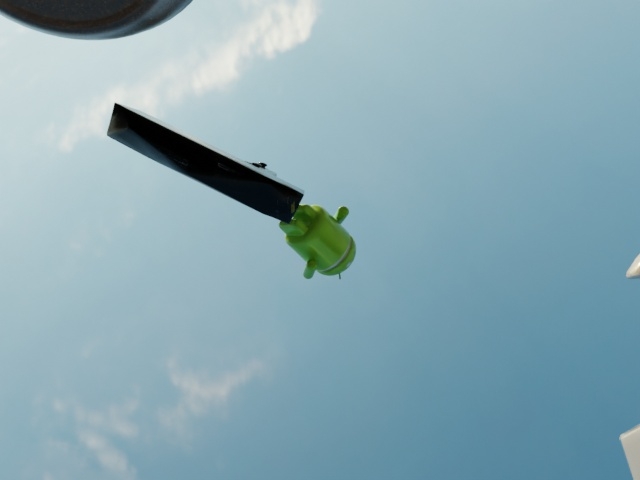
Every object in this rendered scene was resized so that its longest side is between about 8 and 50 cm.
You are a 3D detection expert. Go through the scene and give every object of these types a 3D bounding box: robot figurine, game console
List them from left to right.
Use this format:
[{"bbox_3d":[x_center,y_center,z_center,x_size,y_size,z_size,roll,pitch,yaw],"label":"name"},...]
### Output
[{"bbox_3d":[-0.122,-0.094,0.896,0.213,0.361,0.044,26,-86,-4],"label":"game console"},{"bbox_3d":[0.000,0.000,0.951,0.067,0.115,0.101,-3,-129,49],"label":"robot figurine"}]

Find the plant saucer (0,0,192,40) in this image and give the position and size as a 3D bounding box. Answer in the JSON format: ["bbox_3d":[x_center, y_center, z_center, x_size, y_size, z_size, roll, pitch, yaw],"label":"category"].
[{"bbox_3d":[-0.163,-0.197,0.454,0.199,0.198,0.036,-7,-128,9],"label":"plant saucer"}]

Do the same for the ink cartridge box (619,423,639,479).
[{"bbox_3d":[0.409,0.241,0.705,0.191,0.082,0.139,1,-122,-13],"label":"ink cartridge box"}]

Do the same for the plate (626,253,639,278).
[{"bbox_3d":[0.318,-0.007,0.291,0.278,0.277,0.045,-7,-96,53],"label":"plate"}]
